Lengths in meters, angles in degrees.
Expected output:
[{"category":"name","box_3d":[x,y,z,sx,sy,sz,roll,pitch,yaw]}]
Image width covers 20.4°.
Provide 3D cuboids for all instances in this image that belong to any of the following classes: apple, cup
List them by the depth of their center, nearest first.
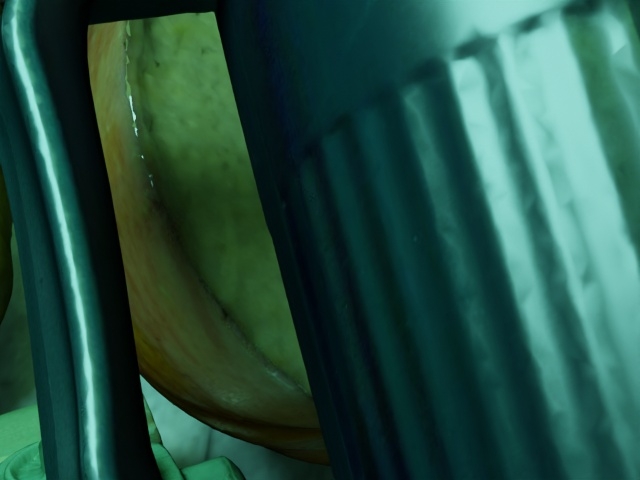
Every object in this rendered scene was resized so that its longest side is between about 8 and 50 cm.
[{"category":"cup","box_3d":[0.079,-0.015,0.570,0.308,0.292,0.242,7,-29,-46]},{"category":"apple","box_3d":[0.000,0.000,0.790,0.293,0.163,0.251,14,55,-33]}]

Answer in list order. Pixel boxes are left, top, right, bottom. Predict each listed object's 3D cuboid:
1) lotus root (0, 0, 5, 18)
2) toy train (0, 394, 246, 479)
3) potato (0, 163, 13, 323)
[{"category":"lotus root","box_3d":[-0.269,-0.162,1.161,0.397,0.179,0.196,-23,-6,-11]},{"category":"toy train","box_3d":[-0.172,0.139,0.733,0.285,0.116,0.177,-19,19,-11]},{"category":"potato","box_3d":[-0.263,-0.004,0.933,0.195,0.176,0.369,-52,21,13]}]
